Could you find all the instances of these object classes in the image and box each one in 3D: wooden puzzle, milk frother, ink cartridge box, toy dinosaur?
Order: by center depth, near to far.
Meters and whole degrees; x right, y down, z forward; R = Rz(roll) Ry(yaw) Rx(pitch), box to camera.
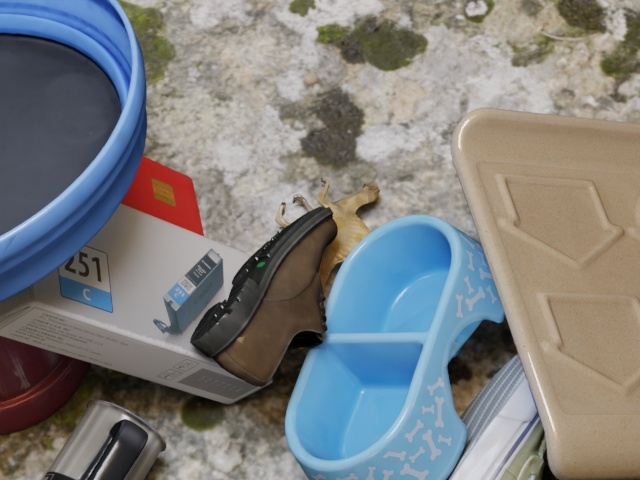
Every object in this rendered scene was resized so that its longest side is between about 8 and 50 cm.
[{"bbox_3d":[-0.174,0.236,1.492,0.143,0.129,0.134,43,63,-24],"label":"milk frother"},{"bbox_3d":[-0.180,-0.006,1.520,0.066,0.296,0.261,-30,56,30],"label":"ink cartridge box"},{"bbox_3d":[0.281,0.056,1.523,0.322,0.080,0.347,3,60,-30],"label":"wooden puzzle"},{"bbox_3d":[0.000,0.000,1.632,0.093,0.053,0.183,19,63,11],"label":"toy dinosaur"}]

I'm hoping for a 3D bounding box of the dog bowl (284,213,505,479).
[{"bbox_3d":[0.064,0.104,1.515,0.166,0.074,0.297,-3,54,39],"label":"dog bowl"}]

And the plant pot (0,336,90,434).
[{"bbox_3d":[-0.316,0.055,1.539,0.201,0.180,0.201,-1,61,2],"label":"plant pot"}]

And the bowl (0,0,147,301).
[{"bbox_3d":[-0.329,-0.084,1.389,0.391,0.077,0.391,-7,47,8],"label":"bowl"}]

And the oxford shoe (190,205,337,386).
[{"bbox_3d":[-0.032,0.053,1.533,0.096,0.083,0.227,43,45,-9],"label":"oxford shoe"}]

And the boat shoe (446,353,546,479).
[{"bbox_3d":[0.148,0.226,1.486,0.094,0.109,0.302,37,69,-8],"label":"boat shoe"}]
